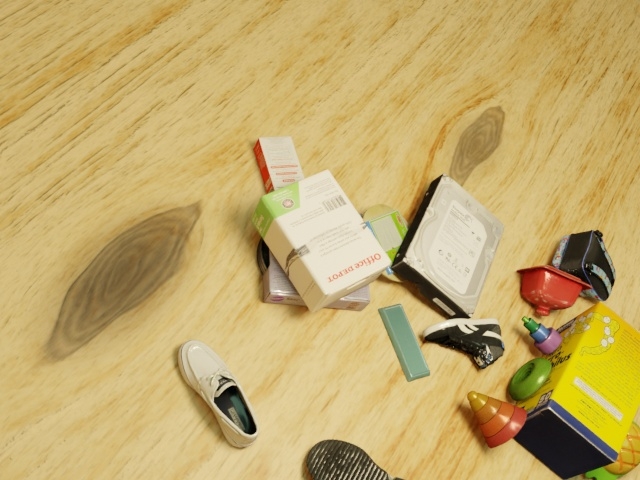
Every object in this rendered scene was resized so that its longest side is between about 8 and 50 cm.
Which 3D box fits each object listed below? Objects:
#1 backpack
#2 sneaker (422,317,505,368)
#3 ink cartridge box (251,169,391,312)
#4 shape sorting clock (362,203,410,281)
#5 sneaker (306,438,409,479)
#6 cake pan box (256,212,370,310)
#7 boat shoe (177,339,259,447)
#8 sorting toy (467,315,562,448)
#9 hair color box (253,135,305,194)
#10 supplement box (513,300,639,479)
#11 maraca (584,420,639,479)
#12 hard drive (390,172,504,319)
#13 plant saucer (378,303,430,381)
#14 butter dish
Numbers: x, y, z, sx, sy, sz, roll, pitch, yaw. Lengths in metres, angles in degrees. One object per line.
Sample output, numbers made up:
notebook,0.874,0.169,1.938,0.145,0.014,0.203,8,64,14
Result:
backpack,0.728,0.079,2.073,0.173,0.116,0.158,50,52,-28
sneaker,0.359,0.256,1.846,0.216,0.079,0.121,-3,63,-23
ink cartridge box,0.000,0.000,1.746,0.198,0.115,0.273,-24,73,-30
shape sorting clock,0.175,0.006,1.910,0.206,0.040,0.206,18,60,-33
sneaker,0.117,0.535,1.577,0.330,0.146,0.122,25,59,23
cake pan box,-0.018,0.039,1.826,0.266,0.070,0.246,5,58,-19
boat shoe,-0.205,0.308,1.587,0.095,0.084,0.258,-33,78,-33
sorting toy,0.453,0.315,1.814,0.126,0.127,0.365,42,56,-3
hair color box,-0.101,-0.180,1.926,0.093,0.053,0.167,-6,63,-26
supplement box,0.631,0.357,1.828,0.195,0.194,0.356,40,55,3
maraca,0.709,0.513,1.833,0.127,0.099,0.186,46,77,-6
hard drive,0.336,0.013,1.951,0.237,0.064,0.339,40,50,-11
plant saucer,0.204,0.241,1.830,0.067,0.018,0.192,-11,66,-27
butter dish,0.595,0.140,1.984,0.159,0.160,0.118,23,79,-9
